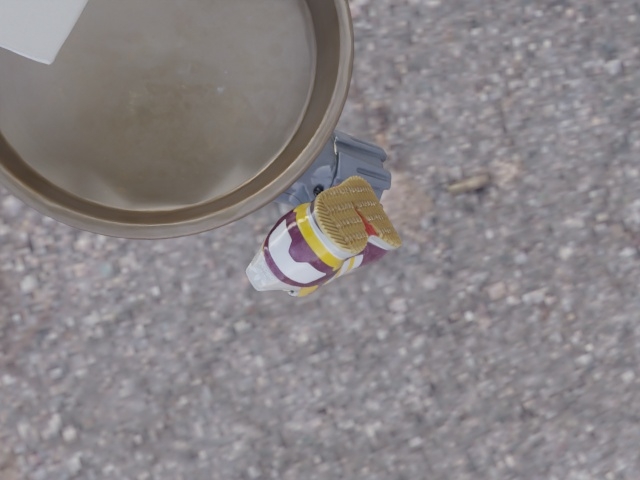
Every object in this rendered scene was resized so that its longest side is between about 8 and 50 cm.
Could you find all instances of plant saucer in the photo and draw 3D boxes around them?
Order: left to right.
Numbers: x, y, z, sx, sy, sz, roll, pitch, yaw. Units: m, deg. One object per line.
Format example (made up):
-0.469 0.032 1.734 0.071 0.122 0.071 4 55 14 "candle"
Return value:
-0.117 -0.130 1.080 0.278 0.278 0.041 62 167 12 "plant saucer"

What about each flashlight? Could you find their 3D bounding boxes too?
-0.087 -0.093 1.425 0.103 0.304 0.103 24 99 65 "flashlight"

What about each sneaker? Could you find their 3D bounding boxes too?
0.000 0.000 1.215 0.084 0.185 0.069 -32 82 17 "sneaker"

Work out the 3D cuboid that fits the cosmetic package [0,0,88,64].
-0.112 -0.255 0.711 0.309 0.113 0.160 -57 39 19 "cosmetic package"
